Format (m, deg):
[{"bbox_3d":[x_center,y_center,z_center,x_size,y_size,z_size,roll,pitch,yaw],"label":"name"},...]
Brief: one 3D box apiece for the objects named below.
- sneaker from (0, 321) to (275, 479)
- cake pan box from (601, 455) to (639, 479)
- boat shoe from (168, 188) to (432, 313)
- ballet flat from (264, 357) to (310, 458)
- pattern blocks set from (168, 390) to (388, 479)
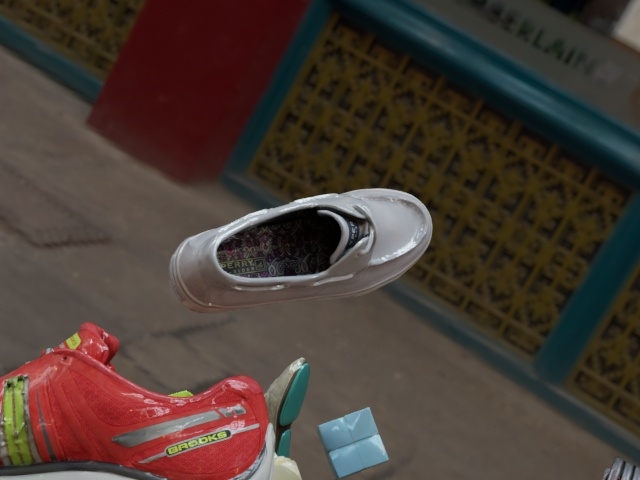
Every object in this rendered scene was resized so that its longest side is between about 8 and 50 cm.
[{"bbox_3d":[-0.161,0.106,0.876,0.279,0.118,0.107,6,-13,10],"label":"sneaker"},{"bbox_3d":[0.164,0.268,0.899,0.070,0.267,0.246,19,-1,11],"label":"cake pan box"},{"bbox_3d":[0.000,0.000,0.878,0.184,0.066,0.063,-5,-10,-32],"label":"boat shoe"},{"bbox_3d":[-0.057,0.214,1.751,0.052,0.168,0.057,19,14,23],"label":"ballet flat"},{"bbox_3d":[-0.085,0.256,1.120,0.325,0.285,0.026,-8,-15,-10],"label":"pattern blocks set"}]
